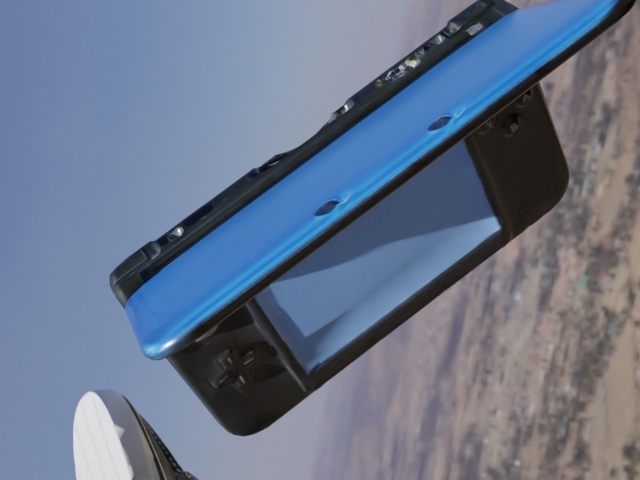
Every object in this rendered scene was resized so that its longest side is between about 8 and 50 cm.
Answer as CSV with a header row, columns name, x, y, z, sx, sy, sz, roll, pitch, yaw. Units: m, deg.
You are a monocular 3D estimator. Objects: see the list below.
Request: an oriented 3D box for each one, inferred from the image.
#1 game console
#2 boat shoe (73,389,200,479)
name,x,y,z,sx,sy,sz,roll,pitch,yaw
game console,0.045,0.004,0.688,0.173,0.293,0.250,47,171,47
boat shoe,-0.139,0.292,1.190,0.121,0.119,0.335,-52,57,42
